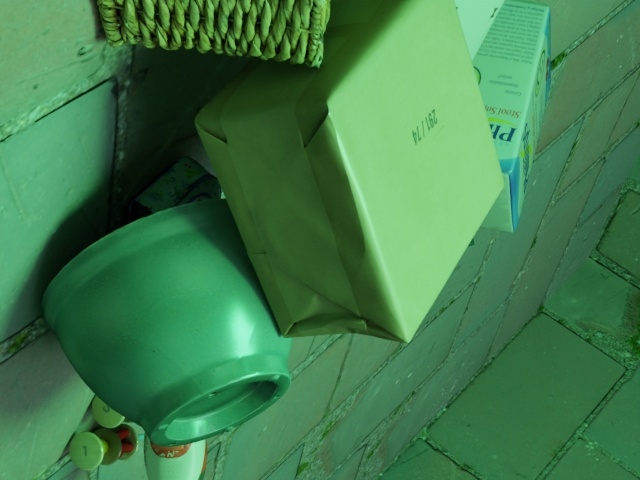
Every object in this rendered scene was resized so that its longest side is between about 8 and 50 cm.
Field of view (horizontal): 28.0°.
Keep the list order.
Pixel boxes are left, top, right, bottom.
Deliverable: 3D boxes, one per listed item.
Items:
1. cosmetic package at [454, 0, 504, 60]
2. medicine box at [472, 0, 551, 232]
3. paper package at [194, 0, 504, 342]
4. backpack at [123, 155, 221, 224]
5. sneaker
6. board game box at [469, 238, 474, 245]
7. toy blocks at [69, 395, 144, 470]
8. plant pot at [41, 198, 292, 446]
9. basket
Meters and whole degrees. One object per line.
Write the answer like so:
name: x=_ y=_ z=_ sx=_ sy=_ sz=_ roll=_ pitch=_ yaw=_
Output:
cosmetic package: x=0.107 y=-0.270 z=1.679 sx=0.217 sy=0.156 sz=0.385 roll=-21 pitch=140 yaw=-60
medicine box: x=0.265 y=-0.197 z=2.034 sx=0.263 sy=0.149 sz=0.289 roll=63 pitch=40 yaw=-68
paper package: x=0.051 y=-0.096 z=1.426 sx=0.325 sy=0.168 sz=0.310 roll=-53 pitch=131 yaw=-45
backpack: x=-0.165 y=-0.034 z=1.535 sx=0.114 sy=0.084 sz=0.105 roll=-49 pitch=162 yaw=-24
sneaker: x=-0.205 y=0.211 z=1.707 sx=0.145 sy=0.090 sz=0.270 roll=52 pitch=42 yaw=-66
board game box: x=0.177 y=-0.021 z=2.043 sx=0.126 sy=0.026 sz=0.186 roll=-12 pitch=159 yaw=5
toy blocks: x=-0.273 y=0.255 z=1.791 sx=0.123 sy=0.054 sz=0.148 roll=-61 pitch=161 yaw=10
plant pot: x=-0.149 y=0.114 z=1.479 sx=0.293 sy=0.196 sz=0.293 roll=-22 pitch=159 yaw=-9
basket: x=-0.089 y=-0.339 z=1.213 sx=0.299 sy=0.223 sz=0.213 roll=94 pitch=4 yaw=-55
